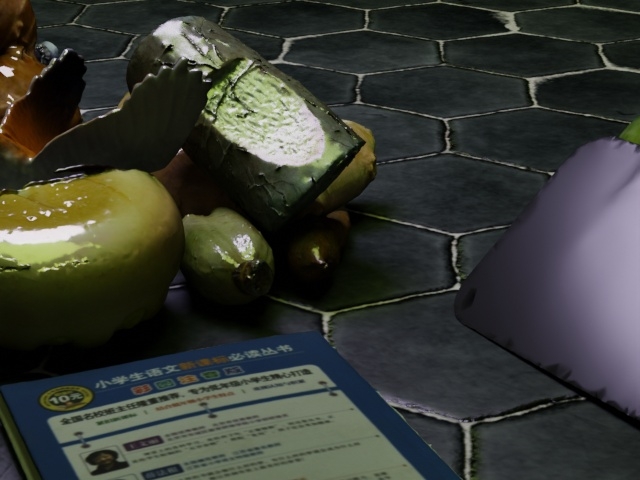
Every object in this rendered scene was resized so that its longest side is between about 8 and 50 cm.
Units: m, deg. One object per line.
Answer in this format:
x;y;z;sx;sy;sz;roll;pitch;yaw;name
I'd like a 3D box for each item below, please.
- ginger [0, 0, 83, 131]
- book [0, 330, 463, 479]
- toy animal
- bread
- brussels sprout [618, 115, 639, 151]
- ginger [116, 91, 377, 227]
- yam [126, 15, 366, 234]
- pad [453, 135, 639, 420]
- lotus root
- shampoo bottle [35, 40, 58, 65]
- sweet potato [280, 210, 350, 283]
-0.415;-0.209;1.723;0.152;0.357;0.274;-21;16;19;ginger
-0.055;0.186;1.122;0.300;0.039;0.428;-9;23;-21;book
-0.294;-0.084;1.426;0.225;0.302;0.284;17;0;42;toy animal
-0.229;0.036;1.372;0.261;0.158;0.156;-12;35;-29;bread
0.413;-0.054;1.516;0.244;0.244;0.244;0;22;0;brussels sprout
-0.153;-0.064;1.669;0.363;0.122;0.348;22;38;22;ginger
-0.074;-0.117;1.556;0.254;0.154;0.154;40;39;22;yam
0.328;0.022;1.356;0.315;0.063;0.375;-50;36;-7;pad
-0.093;0.020;1.484;0.090;0.077;0.183;-16;23;-18;lotus root
-0.489;-0.240;2.144;0.098;0.071;0.309;11;24;28;shampoo bottle
-0.007;0.002;1.559;0.068;0.068;0.226;3;14;8;sweet potato
